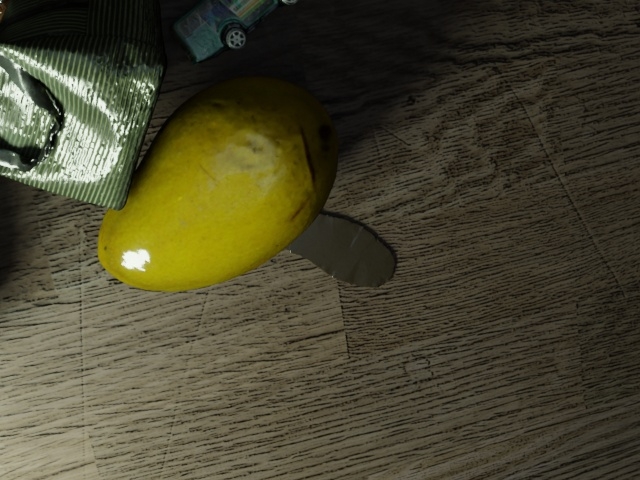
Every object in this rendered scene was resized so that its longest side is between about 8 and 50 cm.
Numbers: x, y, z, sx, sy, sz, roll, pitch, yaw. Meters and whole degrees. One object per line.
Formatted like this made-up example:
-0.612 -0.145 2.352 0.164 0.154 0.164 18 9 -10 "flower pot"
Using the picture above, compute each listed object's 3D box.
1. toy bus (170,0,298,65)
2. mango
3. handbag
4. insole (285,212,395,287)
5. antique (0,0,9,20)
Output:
-0.126 -0.396 1.557 0.262 0.091 0.109 -41 104 -8 "toy bus"
-0.172 -0.082 1.538 0.445 0.220 0.301 -35 116 -7 "mango"
-0.377 -0.227 1.391 0.240 0.247 0.340 8 135 -19 "handbag"
0.000 0.000 1.723 0.328 0.007 0.111 22 92 -21 "insole"
-0.498 -0.364 1.434 0.104 0.104 0.104 -4 102 -17 "antique"
